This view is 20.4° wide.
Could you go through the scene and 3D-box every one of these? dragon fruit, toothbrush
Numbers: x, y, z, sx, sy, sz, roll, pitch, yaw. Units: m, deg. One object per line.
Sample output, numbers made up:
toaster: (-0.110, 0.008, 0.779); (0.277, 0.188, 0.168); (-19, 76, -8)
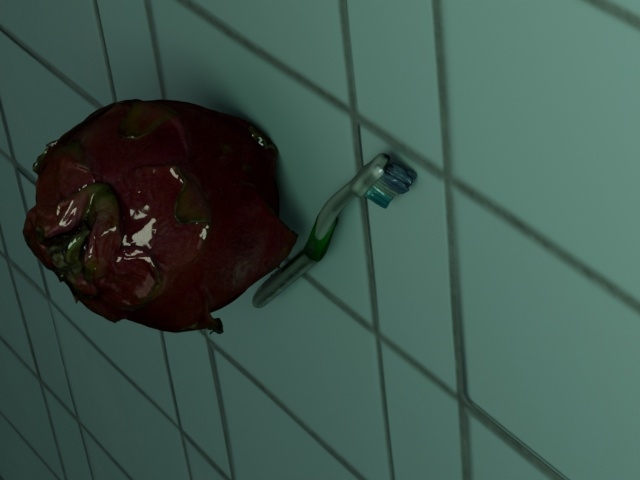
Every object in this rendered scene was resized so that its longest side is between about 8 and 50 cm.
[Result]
dragon fruit: (-0.149, -0.027, 1.726); (0.250, 0.250, 0.315); (43, -170, 37)
toothbrush: (-0.004, -0.003, 1.701); (0.040, 0.042, 0.418); (32, 155, -9)
